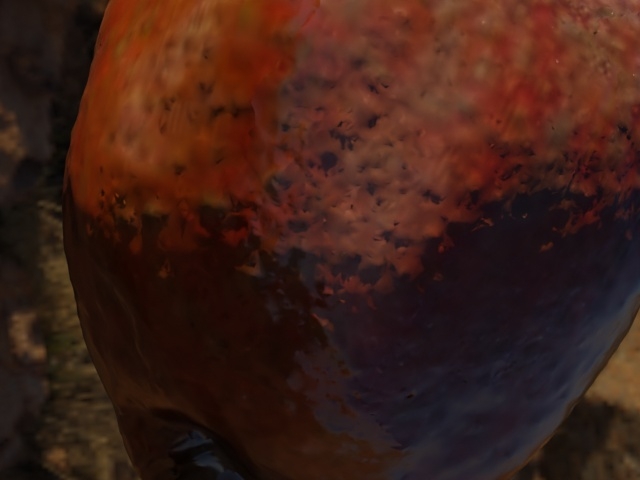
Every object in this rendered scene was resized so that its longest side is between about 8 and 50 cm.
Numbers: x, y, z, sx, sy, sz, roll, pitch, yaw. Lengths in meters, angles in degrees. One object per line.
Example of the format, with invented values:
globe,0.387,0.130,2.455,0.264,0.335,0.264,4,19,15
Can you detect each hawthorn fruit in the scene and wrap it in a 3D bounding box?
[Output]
hawthorn fruit,0.000,0.000,0.575,0.262,0.210,0.210,-59,138,-11
